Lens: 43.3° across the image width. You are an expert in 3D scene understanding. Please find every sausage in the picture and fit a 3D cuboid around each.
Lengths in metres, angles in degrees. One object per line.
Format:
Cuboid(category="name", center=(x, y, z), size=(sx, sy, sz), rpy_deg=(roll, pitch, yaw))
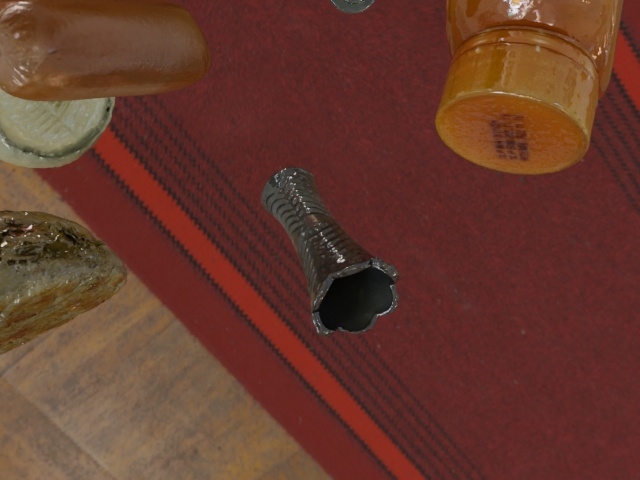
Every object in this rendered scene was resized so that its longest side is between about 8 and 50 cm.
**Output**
Cuboid(category="sausage", center=(-0.220, -0.198, 0.827), size=(0.105, 0.274, 0.105), rpy_deg=(9, 107, 30))

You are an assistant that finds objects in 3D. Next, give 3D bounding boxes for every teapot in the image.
Cuboid(category="teapot", center=(0.055, -0.545, 1.658), size=(0.111, 0.108, 0.149), rpy_deg=(-13, 110, -7))

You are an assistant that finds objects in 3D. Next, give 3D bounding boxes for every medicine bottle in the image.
Cuboid(category="medicine bottle", center=(0.154, -0.167, 0.566), size=(0.112, 0.149, 0.222), rpy_deg=(10, 69, 19))

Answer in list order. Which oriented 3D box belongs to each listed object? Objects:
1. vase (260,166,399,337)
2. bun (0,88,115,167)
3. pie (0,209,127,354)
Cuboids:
Cuboid(category="vase", center=(0.000, 0.000, 0.978), size=(0.116, 0.237, 0.115), rpy_deg=(-13, 131, -16))
Cuboid(category="bun", center=(-0.483, -0.243, 1.355), size=(0.259, 0.152, 0.259), rpy_deg=(-2, 93, -42))
Cuboid(category="pie", center=(-0.231, 0.039, 0.549), size=(0.194, 0.079, 0.163), rpy_deg=(-15, 156, -21))
